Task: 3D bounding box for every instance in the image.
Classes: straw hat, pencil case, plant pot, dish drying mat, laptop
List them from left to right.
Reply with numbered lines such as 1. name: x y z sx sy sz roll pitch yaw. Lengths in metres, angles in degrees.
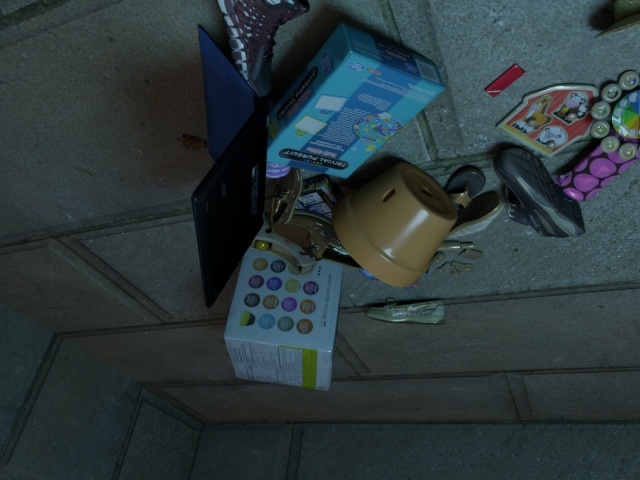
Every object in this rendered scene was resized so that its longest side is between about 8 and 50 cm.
1. laptop: -0.241 -0.148 1.097 0.236 0.408 0.382 22 145 8
2. pencil case: -0.115 -0.241 1.258 0.088 0.086 0.206 -15 145 -11
3. plant pot: 0.201 -0.058 1.314 0.291 0.291 0.203 26 124 -24
4. dish drying mat: 0.386 -0.334 1.095 0.032 0.008 0.083 27 141 -23
5. pencil case: 0.641 -0.179 1.194 0.098 0.095 0.209 29 141 0
6. straw hat: 0.549 -0.407 0.908 0.145 0.144 0.061 -12 100 26

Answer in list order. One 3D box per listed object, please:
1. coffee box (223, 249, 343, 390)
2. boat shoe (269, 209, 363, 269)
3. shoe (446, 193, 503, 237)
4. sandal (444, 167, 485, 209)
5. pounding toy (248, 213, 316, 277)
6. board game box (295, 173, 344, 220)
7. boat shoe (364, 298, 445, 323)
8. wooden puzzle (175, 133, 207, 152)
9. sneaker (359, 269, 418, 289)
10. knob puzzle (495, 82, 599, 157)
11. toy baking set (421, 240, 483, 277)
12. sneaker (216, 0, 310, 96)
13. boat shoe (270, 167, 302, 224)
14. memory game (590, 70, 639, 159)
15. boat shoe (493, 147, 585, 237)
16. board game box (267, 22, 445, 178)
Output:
1. coffee box: -0.110 0.264 1.747 0.334 0.337 0.338 7 145 4
2. boat shoe: 0.000 0.000 1.475 0.307 0.104 0.110 14 147 -6
3. shoe: 0.416 -0.061 1.417 0.058 0.076 0.219 22 150 -24
4. sandal: 0.351 -0.109 1.370 0.090 0.060 0.219 22 143 -19
5. pounding toy: -0.085 0.040 1.588 0.270 0.154 0.155 13 144 -6
6. board game box: -0.004 -0.103 1.464 0.141 0.048 0.170 -11 141 28
7. boat shoe: 0.303 0.253 1.881 0.285 0.089 0.104 1 170 14
8. wooden puzzle: -0.335 -0.253 1.357 0.083 0.006 0.049 15 144 -9
9. sneaker: 0.215 0.078 1.655 0.221 0.083 0.087 15 126 -4
10. knob puzzle: 0.519 -0.266 1.144 0.213 0.030 0.213 6 144 4
11. toy baking set: 0.373 0.064 1.634 0.256 0.030 0.196 2 144 9
12. sneaker: -0.093 -0.405 1.015 0.163 0.106 0.281 -3 143 11
13. boat shoe: -0.094 -0.121 1.383 0.064 0.060 0.178 22 113 19
14. memory game: 0.651 -0.255 1.068 0.186 0.012 0.186 5 113 11
15. boat shoe: 0.523 -0.094 1.297 0.355 0.132 0.130 34 139 -30
16. board game box: 0.050 -0.272 1.106 0.254 0.079 0.336 7 149 -37
